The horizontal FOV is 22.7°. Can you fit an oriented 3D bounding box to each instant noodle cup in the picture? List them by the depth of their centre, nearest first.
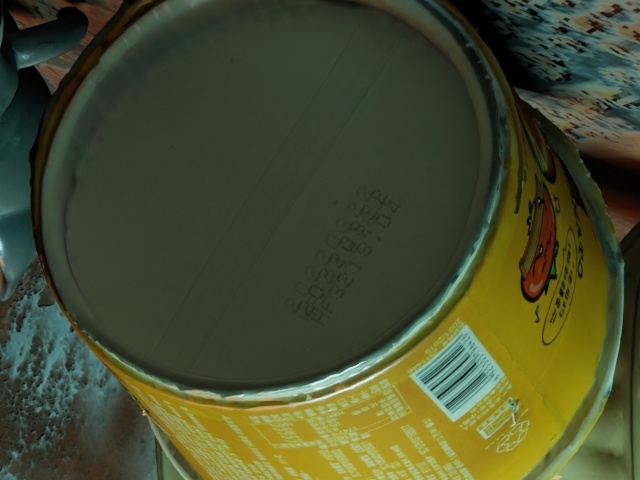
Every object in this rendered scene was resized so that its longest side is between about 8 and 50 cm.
[{"bbox_3d":[0.000,0.000,0.595,0.216,0.216,0.172,19,167,20],"label":"instant noodle cup"}]

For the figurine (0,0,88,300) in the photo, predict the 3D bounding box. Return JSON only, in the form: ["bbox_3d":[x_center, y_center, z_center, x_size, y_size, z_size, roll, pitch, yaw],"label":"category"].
[{"bbox_3d":[-0.204,-0.093,0.903,0.140,0.193,0.265,-5,160,-31],"label":"figurine"}]

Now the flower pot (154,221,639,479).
[{"bbox_3d":[0.079,0.083,0.829,0.244,0.307,0.307,0,171,18],"label":"flower pot"}]
